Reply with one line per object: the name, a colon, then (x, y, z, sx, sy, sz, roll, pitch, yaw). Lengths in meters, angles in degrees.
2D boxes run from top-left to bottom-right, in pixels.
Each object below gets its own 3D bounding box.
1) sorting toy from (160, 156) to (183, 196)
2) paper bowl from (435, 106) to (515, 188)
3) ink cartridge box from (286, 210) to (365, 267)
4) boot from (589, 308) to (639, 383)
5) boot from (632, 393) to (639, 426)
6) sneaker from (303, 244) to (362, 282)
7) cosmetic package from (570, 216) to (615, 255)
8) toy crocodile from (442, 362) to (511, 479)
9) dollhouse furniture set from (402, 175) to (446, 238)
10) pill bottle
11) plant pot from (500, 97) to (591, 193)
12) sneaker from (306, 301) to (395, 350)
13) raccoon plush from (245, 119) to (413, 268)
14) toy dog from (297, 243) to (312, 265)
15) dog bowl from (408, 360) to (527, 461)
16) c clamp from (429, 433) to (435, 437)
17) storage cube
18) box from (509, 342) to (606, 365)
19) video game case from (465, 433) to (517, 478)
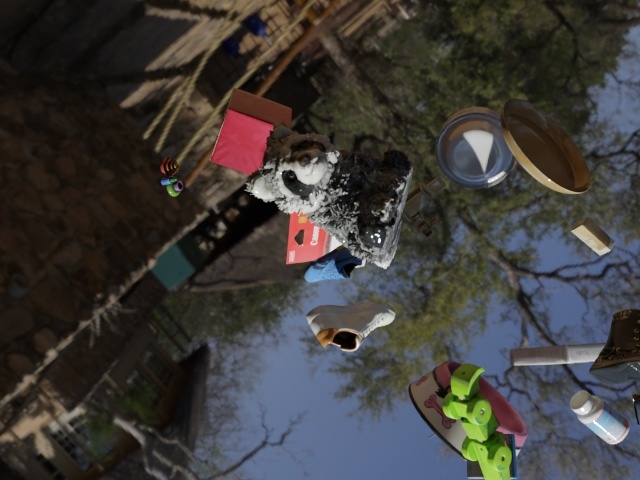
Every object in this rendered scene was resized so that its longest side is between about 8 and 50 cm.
sorting toy: (-0.365, -0.158, 1.758, 0.042, 0.101, 0.061, -6, -154, 25)
paper bowl: (0.551, -0.321, 2.500, 0.284, 0.284, 0.148, -35, -168, 27)
ink cartridge box: (0.030, -0.002, 2.257, 0.261, 0.066, 0.296, -9, 145, -12)
boot: (0.734, 0.232, 1.606, 0.178, 0.085, 0.236, -58, -166, -27)
boot: (0.789, 0.444, 1.649, 0.106, 0.219, 0.082, -5, -164, 13)
sneaker: (0.034, 0.083, 1.997, 0.209, 0.082, 0.069, -32, 149, 32)
cosmetic package: (0.807, -0.011, 2.088, 0.041, 0.115, 0.060, -49, 180, -27)
toy crocodile: (0.407, 0.471, 1.774, 0.105, 0.340, 0.115, -30, -167, -29)
dollhouse furniture set: (0.399, -0.128, 2.534, 0.182, 0.161, 0.101, -39, -163, 17)
pill bottle: (0.783, 0.494, 1.983, 0.087, 0.160, 0.087, -48, -168, 14)
plant pot: (0.439, -0.182, 1.393, 0.032, 0.236, 0.236, -44, -176, 40)
sneaker: (0.095, 0.237, 1.859, 0.290, 0.123, 0.106, 0, 146, -39)
raccoon plush: (0.014, -0.058, 1.488, 0.446, 0.299, 0.216, 91, 20, -58)
toy dog: (0.000, 0.000, 2.455, 0.220, 0.333, 0.161, -10, -158, 18)
dog bowl: (0.488, 0.553, 2.267, 0.150, 0.408, 0.408, -52, -174, 13)
c clamp: (0.466, 0.680, 2.771, 0.137, 0.160, 0.022, -10, -179, -42)
storage cube: (-0.207, -0.320, 2.125, 0.215, 0.193, 0.183, -93, -155, -59)
box: (0.759, 0.345, 2.142, 0.232, 0.058, 0.322, 0, 170, -15)
video game case: (0.482, 0.612, 1.994, 0.166, 0.015, 0.119, -22, -121, 48)
